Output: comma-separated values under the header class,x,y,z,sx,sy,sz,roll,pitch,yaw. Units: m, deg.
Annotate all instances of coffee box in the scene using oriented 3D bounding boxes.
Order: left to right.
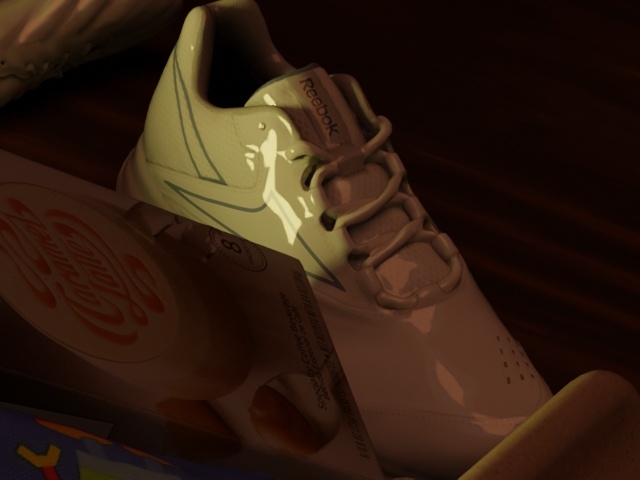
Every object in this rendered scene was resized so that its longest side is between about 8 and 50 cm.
class,x,y,z,sx,sy,sz,roll,pitch,yaw
coffee box,-0.113,0.047,0.668,0.246,0.098,0.141,20,29,-32

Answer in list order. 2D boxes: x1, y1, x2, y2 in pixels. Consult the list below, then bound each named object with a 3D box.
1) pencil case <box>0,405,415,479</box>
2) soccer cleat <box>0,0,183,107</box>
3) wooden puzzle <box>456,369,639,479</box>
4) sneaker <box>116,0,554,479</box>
class,x,y,z,sx,sy,sz,roll,pitch,yaw
pencil case,-0.052,0.119,0.567,0.306,0.119,0.133,17,53,-33
soccer cleat,-0.163,-0.104,0.970,0.196,0.068,0.076,-11,57,-22
wooden puzzle,0.094,0.226,0.358,0.348,0.080,0.322,44,44,13
sneaker,0.000,0.000,0.808,0.111,0.129,0.297,-18,46,-34
